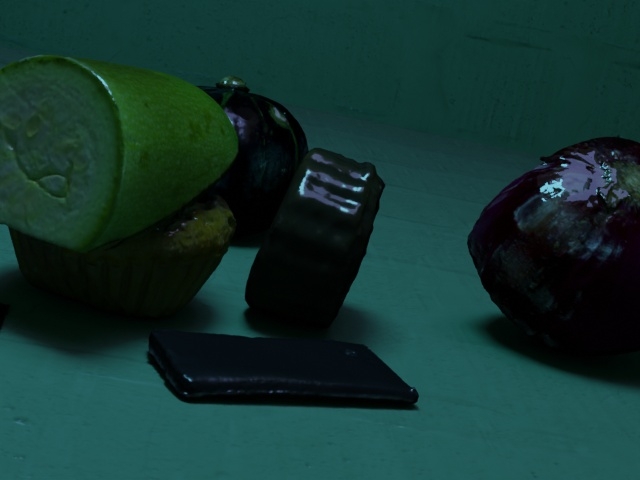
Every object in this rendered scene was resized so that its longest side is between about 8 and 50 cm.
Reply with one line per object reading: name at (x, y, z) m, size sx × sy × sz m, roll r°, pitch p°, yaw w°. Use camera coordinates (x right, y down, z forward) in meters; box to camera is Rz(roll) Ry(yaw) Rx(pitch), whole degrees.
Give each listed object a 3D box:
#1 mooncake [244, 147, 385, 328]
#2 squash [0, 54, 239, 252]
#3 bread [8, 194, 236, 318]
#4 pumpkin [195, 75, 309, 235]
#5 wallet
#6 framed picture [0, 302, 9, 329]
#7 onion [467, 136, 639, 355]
mooncake at (0.000, 0.000, 1.563) m, size 0.124 × 0.228 × 0.228 m, roll 22°, pitch 14°, yaw 4°
squash at (-0.235, -0.101, 1.442) m, size 0.233 × 0.210 × 0.309 m, roll 16°, pitch 3°, yaw 23°
bread at (-0.239, 0.001, 1.487) m, size 0.274 × 0.149 × 0.274 m, roll 6°, pitch 17°, yaw -2°
pumpkin at (-0.157, -0.142, 1.967) m, size 0.315 × 0.239 × 0.315 m, roll 8°, pitch 10°, yaw -1°
wallet at (-0.041, 0.138, 1.353) m, size 0.285 × 0.030 × 0.146 m, roll 7°, pitch 18°, yaw -27°
framed picture at (-0.430, 0.077, 1.291) m, size 0.199 × 0.010 × 0.195 m, roll 10°, pitch 14°, yaw -10°
onion at (0.381, 0.033, 1.687) m, size 0.336 × 0.282 × 0.260 m, roll -12°, pitch 59°, yaw -36°
